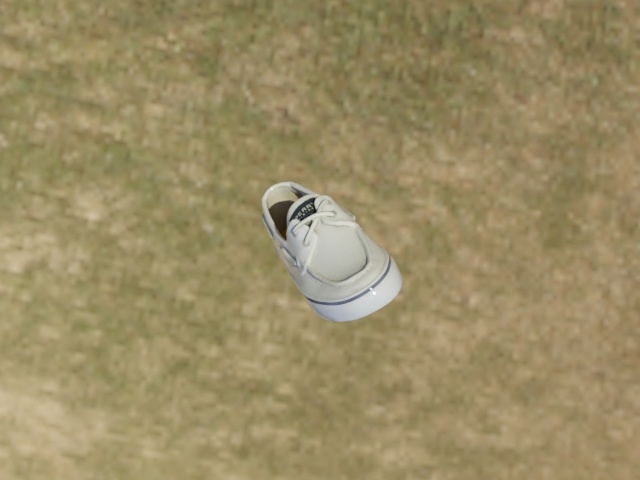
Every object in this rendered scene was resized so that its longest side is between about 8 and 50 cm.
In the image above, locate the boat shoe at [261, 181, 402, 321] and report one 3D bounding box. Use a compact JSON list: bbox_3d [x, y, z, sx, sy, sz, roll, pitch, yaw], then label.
[{"bbox_3d":[0.000,0.000,0.641,0.035,0.035,0.100,59,175,-24],"label":"boat shoe"}]
